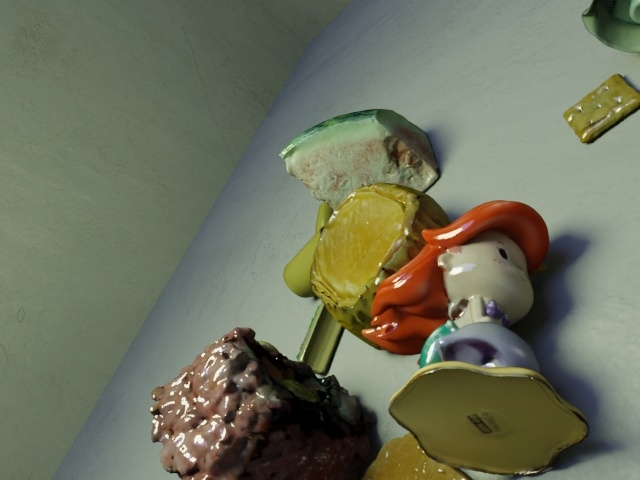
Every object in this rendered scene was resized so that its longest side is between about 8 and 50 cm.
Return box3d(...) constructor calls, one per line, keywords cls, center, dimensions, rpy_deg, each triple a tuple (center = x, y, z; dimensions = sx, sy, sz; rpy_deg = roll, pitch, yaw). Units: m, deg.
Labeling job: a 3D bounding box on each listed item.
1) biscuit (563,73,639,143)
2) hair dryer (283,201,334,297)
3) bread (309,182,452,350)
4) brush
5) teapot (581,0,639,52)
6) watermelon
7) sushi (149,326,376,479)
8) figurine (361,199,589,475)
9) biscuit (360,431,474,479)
box3d(cls="biscuit", center=(0.362, -0.171, 0.629), dimensions=(0.083, 0.018, 0.081), rpy_deg=(-40, 26, 32))
box3d(cls="hair dryer", center=(0.000, 0.000, 1.061), dimensions=(0.135, 0.090, 0.278), rpy_deg=(-47, 17, 26))
box3d(cls="bread", center=(0.097, 0.030, 0.729), dimensions=(0.227, 0.142, 0.253), rpy_deg=(-52, 25, 5))
box3d(cls="brush", center=(0.030, 0.102, 0.877), dimensions=(0.048, 0.054, 0.282), rpy_deg=(-31, 31, 62))
box3d(cls="teapot", center=(0.434, -0.362, 0.594), dimensions=(0.203, 0.171, 0.225), rpy_deg=(8, 69, 32))
box3d(cls="watermelon", center=(0.090, -0.149, 0.937), dimensions=(0.193, 0.310, 0.231), rpy_deg=(-42, 64, 31))
box3d(cls="sushi", center=(-0.070, 0.225, 0.623), dimensions=(0.171, 0.270, 0.236), rpy_deg=(-49, 35, 5))
box3d(cls="figurine", center=(0.149, 0.083, 0.515), dimensions=(0.257, 0.181, 0.208), rpy_deg=(-72, -2, -50))
box3d(cls="biscuit", center=(0.096, 0.297, 0.472), dimensions=(0.181, 0.049, 0.208), rpy_deg=(-58, 22, -6))
